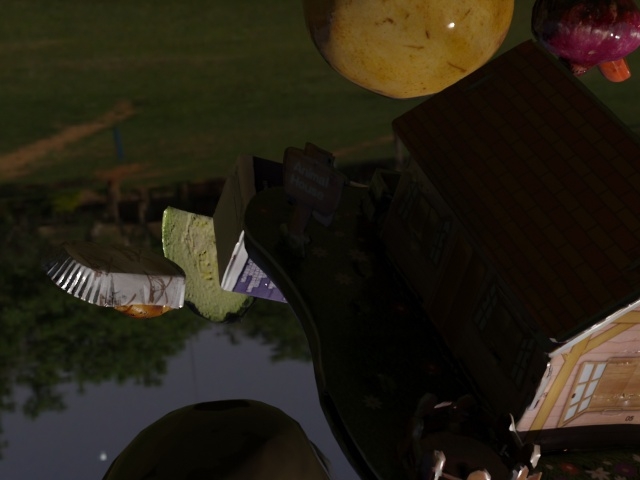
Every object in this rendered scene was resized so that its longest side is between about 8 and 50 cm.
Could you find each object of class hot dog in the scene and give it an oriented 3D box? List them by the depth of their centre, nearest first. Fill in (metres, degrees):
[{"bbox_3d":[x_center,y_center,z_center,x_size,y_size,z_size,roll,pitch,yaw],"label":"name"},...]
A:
[{"bbox_3d":[-0.200,0.039,1.139,0.099,0.053,0.192,38,-168,19],"label":"hot dog"}]

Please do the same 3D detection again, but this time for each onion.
[{"bbox_3d":[0.248,-0.201,1.064,0.107,0.097,0.107,15,-164,-5],"label":"onion"}]

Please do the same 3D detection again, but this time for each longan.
[{"bbox_3d":[-0.125,0.391,1.479,0.336,0.405,0.404,26,-160,27],"label":"longan"}]

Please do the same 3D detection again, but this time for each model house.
[{"bbox_3d":[0.099,0.003,0.580,0.207,0.154,0.294,3,-146,-26],"label":"model house"}]

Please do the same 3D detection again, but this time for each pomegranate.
[{"bbox_3d":[0.101,-0.299,1.394,0.264,0.264,0.264,-5,-175,0],"label":"pomegranate"}]

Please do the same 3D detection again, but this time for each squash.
[{"bbox_3d":[-0.155,0.033,1.806,0.191,0.184,0.085,15,-154,26],"label":"squash"}]

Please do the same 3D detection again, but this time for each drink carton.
[{"bbox_3d":[0.001,0.001,1.272,0.222,0.102,0.134,13,-149,-19],"label":"drink carton"}]

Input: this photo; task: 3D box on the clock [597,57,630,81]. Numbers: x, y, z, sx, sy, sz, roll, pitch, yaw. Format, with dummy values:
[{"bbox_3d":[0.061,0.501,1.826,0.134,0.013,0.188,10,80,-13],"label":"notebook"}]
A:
[{"bbox_3d":[0.347,-0.298,1.443,0.051,0.205,0.205,-24,178,19],"label":"clock"}]
